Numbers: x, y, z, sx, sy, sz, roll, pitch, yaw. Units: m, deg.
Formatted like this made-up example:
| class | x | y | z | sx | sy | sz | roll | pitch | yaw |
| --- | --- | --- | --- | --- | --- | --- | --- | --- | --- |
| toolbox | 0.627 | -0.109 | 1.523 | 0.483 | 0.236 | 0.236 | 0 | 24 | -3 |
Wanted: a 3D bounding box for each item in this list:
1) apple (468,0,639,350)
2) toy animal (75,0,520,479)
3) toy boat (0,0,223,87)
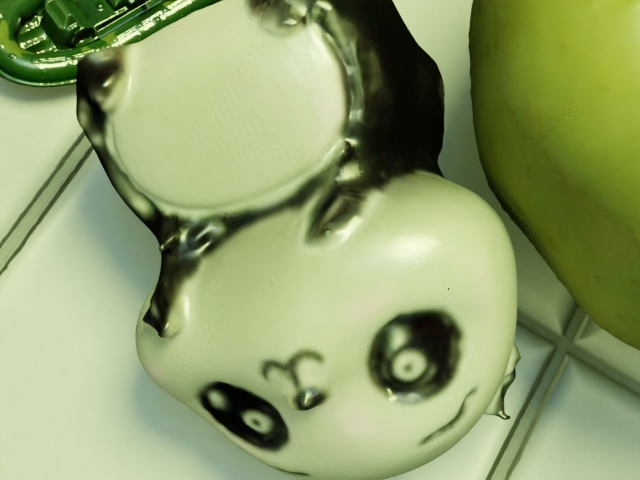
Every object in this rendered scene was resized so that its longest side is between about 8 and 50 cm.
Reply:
| class | x | y | z | sx | sy | sz | roll | pitch | yaw |
| --- | --- | --- | --- | --- | --- | --- | --- | --- | --- |
| apple | 0.248 | -0.081 | 0.590 | 0.312 | 0.360 | 0.320 | 15 | 90 | 16 |
| toy animal | 0.000 | 0.000 | 0.590 | 0.251 | 0.251 | 0.309 | -19 | 91 | -12 |
| toy boat | -0.165 | -0.188 | 0.703 | 0.210 | 0.052 | 0.104 | -34 | 84 | -16 |
